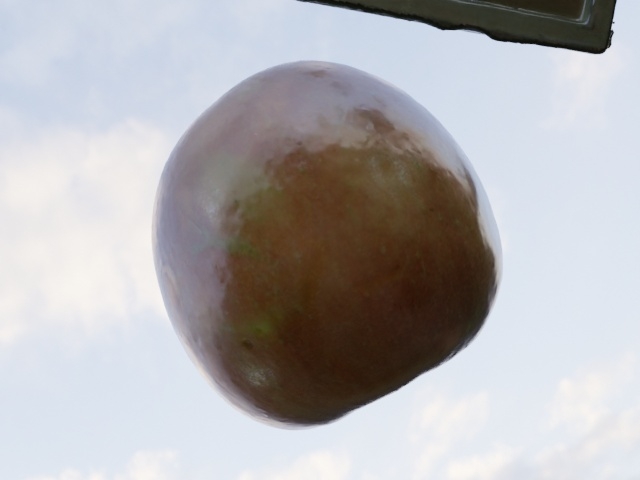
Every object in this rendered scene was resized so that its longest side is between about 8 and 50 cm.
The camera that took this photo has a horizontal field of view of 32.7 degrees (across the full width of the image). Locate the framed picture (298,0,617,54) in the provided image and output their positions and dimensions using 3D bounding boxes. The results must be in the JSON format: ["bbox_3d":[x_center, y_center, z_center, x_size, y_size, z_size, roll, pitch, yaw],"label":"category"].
[{"bbox_3d":[-0.026,-0.204,0.387,0.314,0.024,0.232,10,-81,-4],"label":"framed picture"}]

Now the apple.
[{"bbox_3d":[0.000,0.000,0.745,0.253,0.253,0.254,-23,-44,-25],"label":"apple"}]
